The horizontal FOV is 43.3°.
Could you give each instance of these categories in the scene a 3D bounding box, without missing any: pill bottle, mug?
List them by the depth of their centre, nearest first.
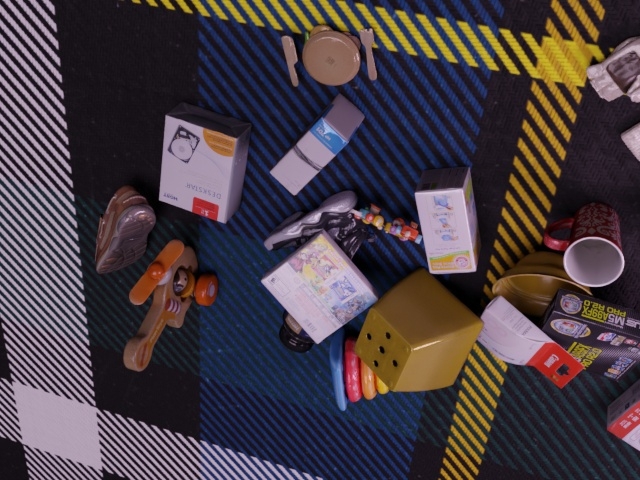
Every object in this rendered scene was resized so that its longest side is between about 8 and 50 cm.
[{"bbox_3d":[0.541,-0.011,1.627,0.150,0.169,0.113,40,126,-5],"label":"mug"},{"bbox_3d":[-0.020,0.173,1.984,0.122,0.123,0.219,30,126,1],"label":"pill bottle"}]

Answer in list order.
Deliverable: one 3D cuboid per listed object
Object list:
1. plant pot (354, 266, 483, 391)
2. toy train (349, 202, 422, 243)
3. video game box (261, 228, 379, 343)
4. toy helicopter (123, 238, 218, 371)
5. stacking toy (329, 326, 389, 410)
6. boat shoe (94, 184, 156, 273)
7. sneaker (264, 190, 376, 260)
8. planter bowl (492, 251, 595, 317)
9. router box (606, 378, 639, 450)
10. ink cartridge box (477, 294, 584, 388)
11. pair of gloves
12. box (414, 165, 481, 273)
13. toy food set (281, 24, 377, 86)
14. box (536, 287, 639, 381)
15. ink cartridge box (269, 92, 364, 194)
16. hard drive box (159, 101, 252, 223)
[{"bbox_3d":[0.204,0.223,1.838,0.212,0.187,0.212,44,133,31],"label":"plant pot"},{"bbox_3d":[0.149,-0.044,1.753,0.166,0.125,0.046,26,86,11],"label":"toy train"},{"bbox_3d":[0.000,0.106,1.841,0.187,0.048,0.205,-36,103,20],"label":"video game box"},{"bbox_3d":[-0.388,0.155,1.970,0.140,0.355,0.235,10,141,15],"label":"toy helicopter"},{"bbox_3d":[0.180,0.315,2.000,0.301,0.175,0.166,-4,120,7],"label":"stacking toy"},{"bbox_3d":[-0.511,-0.026,2.069,0.324,0.123,0.116,-48,63,44],"label":"boat shoe"},{"bbox_3d":[0.000,0.000,1.880,0.268,0.101,0.153,-26,106,29],"label":"sneaker"},{"bbox_3d":[0.485,0.084,1.735,0.217,0.090,0.217,13,154,6],"label":"planter bowl"},{"bbox_3d":[0.870,0.384,1.800,0.301,0.082,0.335,32,126,0],"label":"router box"},{"bbox_3d":[0.452,0.241,1.792,0.232,0.066,0.189,46,163,18],"label":"ink cartridge box"},{"bbox_3d":[0.636,-0.275,1.506,0.204,0.042,0.240,-26,109,31],"label":"pair of gloves"},{"bbox_3d":[0.278,-0.043,1.740,0.103,0.114,0.203,-4,118,20],"label":"box"},{"bbox_3d":[0.024,-0.386,1.679,0.192,0.039,0.132,0,127,15],"label":"toy food set"},{"bbox_3d":[0.582,0.209,1.738,0.216,0.060,0.270,17,155,9],"label":"box"},{"bbox_3d":[-0.006,-0.206,1.732,0.082,0.140,0.190,42,125,-9],"label":"ink cartridge box"},{"bbox_3d":[-0.270,-0.181,1.881,0.181,0.089,0.232,19,125,10],"label":"hard drive box"}]
